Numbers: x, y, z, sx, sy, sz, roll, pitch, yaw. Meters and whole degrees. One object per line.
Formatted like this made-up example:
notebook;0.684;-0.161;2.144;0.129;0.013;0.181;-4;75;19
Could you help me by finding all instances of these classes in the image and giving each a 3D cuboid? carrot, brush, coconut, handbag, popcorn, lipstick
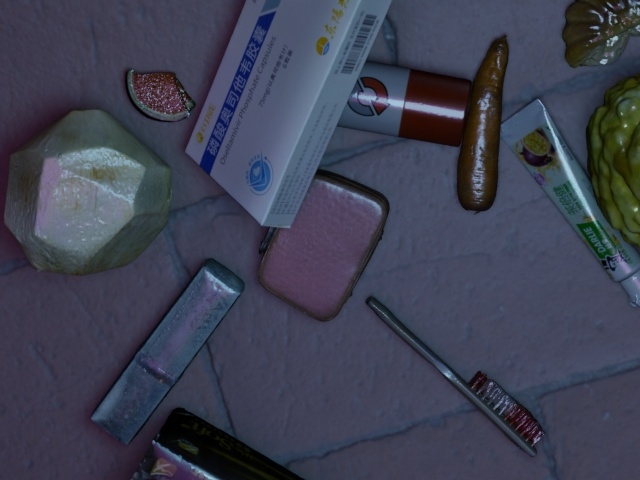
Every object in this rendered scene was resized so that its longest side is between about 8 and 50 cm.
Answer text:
carrot;0.224;-0.158;1.924;0.059;0.059;0.248;7;98;4
brush;0.193;0.183;1.990;0.321;0.060;0.050;42;89;-3
coconut;-0.317;-0.069;1.923;0.236;0.197;0.237;-1;99;-5
handbag;0.000;0.000;1.967;0.151;0.072;0.193;29;104;0
popcorn;0.459;-0.108;1.827;0.225;0.249;0.249;-6;100;-7
lipstick;-0.217;0.156;2.014;0.076;0.077;0.290;36;101;-1

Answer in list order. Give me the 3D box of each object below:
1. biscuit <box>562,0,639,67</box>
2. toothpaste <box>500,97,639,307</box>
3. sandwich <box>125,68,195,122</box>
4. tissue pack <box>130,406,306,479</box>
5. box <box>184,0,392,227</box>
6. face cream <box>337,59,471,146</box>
biscuit;0.400;-0.303;1.874;0.183;0.061;0.118;-25;96;10
toothpaste;0.361;-0.048;1.934;0.058;0.056;0.314;-37;93;-12
sandwich;-0.225;-0.202;1.975;0.101;0.026;0.069;5;97;2
tissue pack;-0.107;0.422;1.993;0.370;0.198;0.210;29;98;-1
box;-0.048;-0.213;1.851;0.200;0.065;0.343;43;118;38
face cream;0.091;-0.191;1.908;0.214;0.096;0.096;10;102;3
